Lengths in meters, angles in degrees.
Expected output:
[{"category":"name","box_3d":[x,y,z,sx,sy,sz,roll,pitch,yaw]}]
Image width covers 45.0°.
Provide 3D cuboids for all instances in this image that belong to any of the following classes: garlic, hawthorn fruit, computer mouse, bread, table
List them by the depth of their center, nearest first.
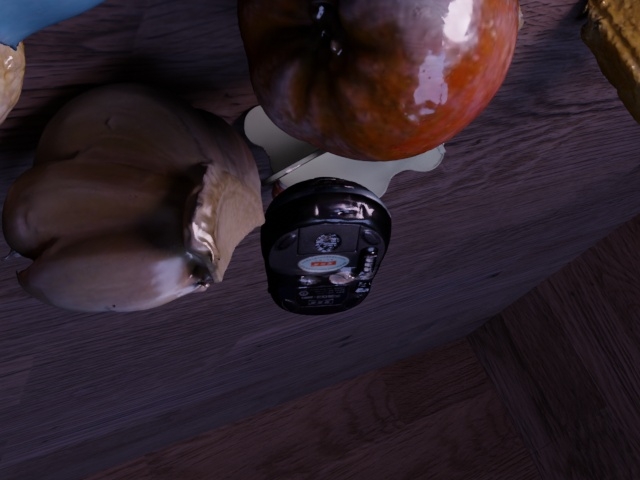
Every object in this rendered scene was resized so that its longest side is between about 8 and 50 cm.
[{"category":"hawthorn fruit","box_3d":[0.050,-0.179,0.665,0.235,0.231,0.263,10,174,15]},{"category":"garlic","box_3d":[-0.180,-0.035,0.762,0.292,0.237,0.210,8,166,28]},{"category":"computer mouse","box_3d":[0.000,0.000,0.860,0.137,0.096,0.233,3,149,-6]},{"category":"table","box_3d":[0.025,-0.119,0.899,0.198,0.166,0.166,-28,161,12]},{"category":"bread","box_3d":[0.447,-0.249,0.982,0.174,0.245,0.121,-33,150,18]}]

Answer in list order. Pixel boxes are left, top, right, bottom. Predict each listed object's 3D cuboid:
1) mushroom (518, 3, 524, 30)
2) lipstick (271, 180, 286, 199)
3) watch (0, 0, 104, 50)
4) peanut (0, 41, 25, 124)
[{"category":"mushroom","box_3d":[0.170,-0.254,0.876,0.209,0.071,0.084,-12,162,-45]},{"category":"lipstick","box_3d":[-0.039,-0.094,1.061,0.038,0.038,0.130,-19,160,-21]},{"category":"watch","box_3d":[-0.158,-0.198,0.389,0.211,0.193,0.211,-21,160,-8]},{"category":"peanut","box_3d":[-0.306,-0.103,0.615,0.207,0.087,0.087,-36,159,30]}]
